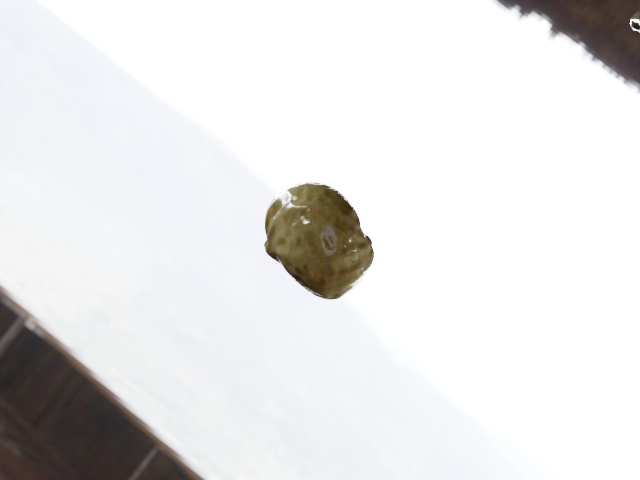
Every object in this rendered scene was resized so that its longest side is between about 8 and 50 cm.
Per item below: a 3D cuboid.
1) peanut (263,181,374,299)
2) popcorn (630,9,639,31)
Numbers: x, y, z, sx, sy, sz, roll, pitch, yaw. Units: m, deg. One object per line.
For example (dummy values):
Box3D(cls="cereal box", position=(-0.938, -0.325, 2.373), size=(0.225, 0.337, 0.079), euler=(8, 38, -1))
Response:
Box3D(cls="peanut", position=(0.000, 0.000, 1.706), size=(0.159, 0.109, 0.140), euler=(37, -15, 40))
Box3D(cls="popcorn", position=(0.372, -0.182, 0.950), size=(0.281, 0.315, 0.297), euler=(26, 11, -16))
